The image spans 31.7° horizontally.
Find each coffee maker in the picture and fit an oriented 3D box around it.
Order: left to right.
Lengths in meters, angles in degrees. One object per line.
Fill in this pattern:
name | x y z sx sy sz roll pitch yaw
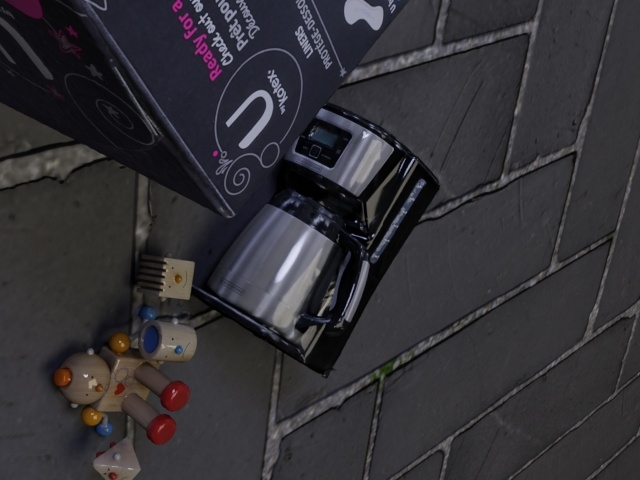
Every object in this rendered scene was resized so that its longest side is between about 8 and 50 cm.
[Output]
coffee maker | 0.000 0.000 0.869 0.178 0.120 0.171 -58 170 -6

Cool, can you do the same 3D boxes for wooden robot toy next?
wooden robot toy | -0.139 0.091 0.765 0.079 0.076 0.173 13 101 -45

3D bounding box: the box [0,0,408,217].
box | -0.112 -0.142 0.469 0.142 0.247 0.163 -54 146 -16
